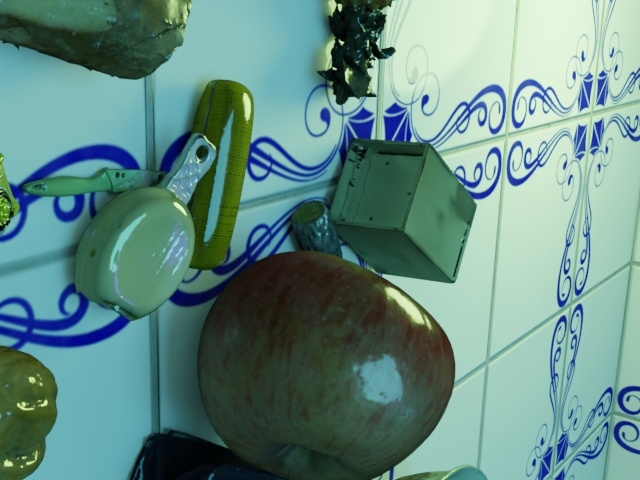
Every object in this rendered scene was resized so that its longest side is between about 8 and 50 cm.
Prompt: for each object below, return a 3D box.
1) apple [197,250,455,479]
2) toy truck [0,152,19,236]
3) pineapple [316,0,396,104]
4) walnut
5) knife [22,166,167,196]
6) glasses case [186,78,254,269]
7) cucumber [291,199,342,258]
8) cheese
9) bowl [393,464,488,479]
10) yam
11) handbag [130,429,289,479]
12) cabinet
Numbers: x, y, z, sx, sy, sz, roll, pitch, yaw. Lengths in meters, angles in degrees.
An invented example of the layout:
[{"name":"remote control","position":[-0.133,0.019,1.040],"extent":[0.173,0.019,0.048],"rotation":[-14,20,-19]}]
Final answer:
[{"name":"apple","position":[0.003,0.177,1.170],"extent":[0.269,0.344,0.345],"rotation":[-61,143,-20]},{"name":"toy truck","position":[-0.319,-0.062,0.842],"extent":[0.077,0.076,0.111],"rotation":[-70,157,-57]},{"name":"pineapple","position":[0.055,-0.307,1.282],"extent":[0.119,0.111,0.237],"rotation":[-3,111,-25]},{"name":"walnut","position":[-0.325,0.167,0.845],"extent":[0.166,0.149,0.166],"rotation":[-43,166,-14]},{"name":"knife","position":[-0.241,-0.065,1.002],"extent":[0.207,0.014,0.030],"rotation":[-9,108,-56]},{"name":"glasses case","position":[-0.129,-0.079,1.116],"extent":[0.079,0.064,0.234],"rotation":[7,94,-62]},{"name":"cucumber","position":[-0.001,-0.002,1.329],"extent":[0.064,0.064,0.112],"rotation":[-53,139,-32]},{"name":"cheese","position":[-0.185,-0.021,1.032],"extent":[0.227,0.064,0.137],"rotation":[-60,143,-13]},{"name":"bowl","position":[0.120,0.569,1.570],"extent":[0.434,0.196,0.435],"rotation":[-24,120,-50]},{"name":"yam","position":[-0.235,-0.232,0.862],"extent":[0.238,0.129,0.128],"rotation":[11,56,-57]},{"name":"handbag","position":[-0.154,0.442,1.201],"extent":[0.303,0.121,0.329],"rotation":[37,71,-54]},{"name":"cabinet","position":[0.124,-0.044,1.418],"extent":[0.206,0.150,0.145],"rotation":[41,63,-53]}]
